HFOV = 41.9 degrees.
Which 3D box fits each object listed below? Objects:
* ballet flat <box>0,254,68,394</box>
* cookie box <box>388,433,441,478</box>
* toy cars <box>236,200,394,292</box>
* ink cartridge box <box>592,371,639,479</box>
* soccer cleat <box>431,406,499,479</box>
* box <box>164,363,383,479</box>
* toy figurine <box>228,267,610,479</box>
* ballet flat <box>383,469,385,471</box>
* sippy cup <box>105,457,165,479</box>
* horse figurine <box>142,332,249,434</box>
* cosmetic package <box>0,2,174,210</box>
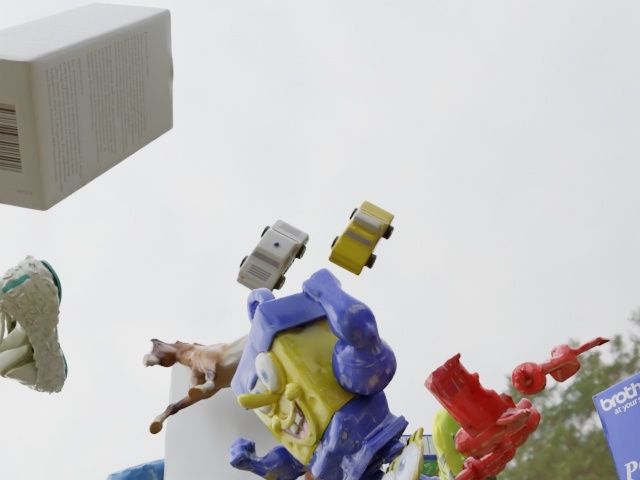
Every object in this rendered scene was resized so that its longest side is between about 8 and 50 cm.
[{"bbox_3d":[-0.574,0.185,1.600,0.147,0.147,0.409,-17,-35,-27],"label":"ballet flat"},{"bbox_3d":[0.168,0.345,1.328,0.107,0.040,0.092,1,-39,-7],"label":"cookie box"},{"bbox_3d":[0.000,0.000,1.791,0.393,0.176,0.087,-13,-32,-19],"label":"toy cars"},{"bbox_3d":[0.335,0.131,0.689,0.046,0.097,0.207,31,-55,-31],"label":"ink cartridge box"},{"bbox_3d":[0.214,0.358,1.252,0.289,0.121,0.093,59,-137,-30],"label":"soccer cleat"},{"bbox_3d":[-0.038,0.305,1.036,0.168,0.215,0.345,-18,-47,11],"label":"box"},{"bbox_3d":[0.018,0.128,0.647,0.191,0.217,0.362,-24,-30,-34],"label":"toy figurine"},{"bbox_3d":[0.073,0.452,1.674,0.250,0.058,0.084,39,-77,-11],"label":"ballet flat"},{"bbox_3d":[-0.306,0.533,1.574,0.305,0.224,0.240,-9,-16,-20],"label":"sippy cup"},{"bbox_3d":[-0.067,0.125,0.860,0.263,0.174,0.066,-15,-80,5],"label":"horse figurine"},{"bbox_3d":[-0.407,-0.240,1.373,0.453,0.161,0.230,-55,-29,-62],"label":"cosmetic package"}]
